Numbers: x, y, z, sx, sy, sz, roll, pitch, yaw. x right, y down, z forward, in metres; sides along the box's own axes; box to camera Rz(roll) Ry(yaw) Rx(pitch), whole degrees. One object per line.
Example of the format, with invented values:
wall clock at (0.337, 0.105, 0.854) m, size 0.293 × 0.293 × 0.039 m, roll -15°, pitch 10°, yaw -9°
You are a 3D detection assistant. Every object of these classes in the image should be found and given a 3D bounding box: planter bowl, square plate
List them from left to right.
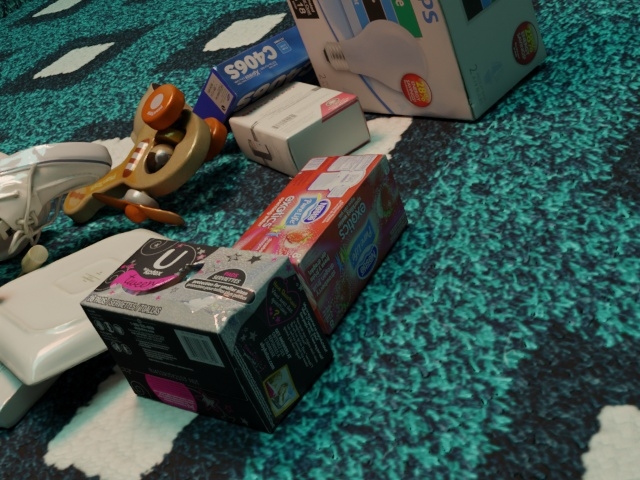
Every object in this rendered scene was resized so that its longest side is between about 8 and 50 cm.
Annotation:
square plate at (-0.331, 0.071, 1.349) m, size 0.344 × 0.049 × 0.347 m, roll -28°, pitch 25°, yaw -28°
planter bowl at (-0.299, -0.212, 1.783) m, size 0.109 × 0.162 × 0.162 m, roll -47°, pitch 26°, yaw 12°

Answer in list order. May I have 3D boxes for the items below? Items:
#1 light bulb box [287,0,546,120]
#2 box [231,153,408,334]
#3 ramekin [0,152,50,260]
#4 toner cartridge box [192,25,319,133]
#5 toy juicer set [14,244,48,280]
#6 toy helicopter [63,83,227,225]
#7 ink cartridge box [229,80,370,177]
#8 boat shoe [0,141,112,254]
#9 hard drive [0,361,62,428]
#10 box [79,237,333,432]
light bulb box at (0.148, -0.421, 1.601) m, size 0.361 × 0.358 × 0.225 m, roll 13°, pitch 46°, yaw 47°
box at (0.000, 0.000, 1.232) m, size 0.128 × 0.123 × 0.257 m, roll 0°, pitch 36°, yaw 34°
ramekin at (-0.608, -0.055, 1.663) m, size 0.207 × 0.207 × 0.109 m, roll -9°, pitch 41°, yaw 22°
toner cartridge box at (-0.079, -0.329, 1.775) m, size 0.348 × 0.075 × 0.165 m, roll -35°, pitch -6°, yaw -32°
toy juicer set at (-0.545, 0.052, 1.397) m, size 0.209 × 0.089 × 0.329 m, roll -29°, pitch 2°, yaw 38°
toy helicopter at (-0.335, -0.104, 1.642) m, size 0.355 × 0.140 × 0.235 m, roll -23°, pitch 48°, yaw 30°
ink cartridge box at (-0.040, -0.200, 1.629) m, size 0.158 × 0.092 × 0.218 m, roll -33°, pitch 32°, yaw -20°
boat shoe at (-0.512, -0.049, 1.506) m, size 0.367 × 0.156 × 0.136 m, roll -15°, pitch -14°, yaw -17°
hard drive at (-0.502, 0.181, 1.351) m, size 0.307 × 0.040 × 0.203 m, roll -2°, pitch 34°, yaw 32°
box at (-0.137, 0.104, 1.108) m, size 0.247 × 0.163 × 0.142 m, roll 5°, pitch 40°, yaw 39°
